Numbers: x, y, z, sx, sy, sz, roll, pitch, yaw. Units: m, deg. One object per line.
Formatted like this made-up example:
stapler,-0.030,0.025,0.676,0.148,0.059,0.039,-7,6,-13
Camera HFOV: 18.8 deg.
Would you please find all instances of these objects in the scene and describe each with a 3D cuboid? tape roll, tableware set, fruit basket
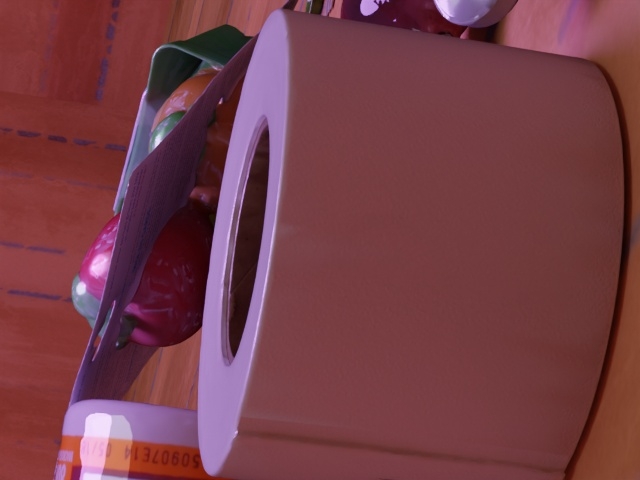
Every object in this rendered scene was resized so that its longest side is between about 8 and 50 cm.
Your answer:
tape roll,0.039,0.012,1.003,0.246,0.169,0.246,-172,90,-80
tableware set,-0.011,-0.191,1.910,0.104,0.024,0.154,132,145,-74
fruit basket,-0.122,-0.017,1.551,0.353,0.165,0.327,-49,-18,-51

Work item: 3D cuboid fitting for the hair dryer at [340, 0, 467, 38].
hair dryer,0.081,-0.103,1.217,0.223,0.080,0.293,38,123,51

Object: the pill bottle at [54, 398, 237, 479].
pill bottle,-0.101,0.321,1.391,0.224,0.224,0.392,147,131,-77

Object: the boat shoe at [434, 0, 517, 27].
boat shoe,0.118,-0.218,1.044,0.078,0.070,0.219,16,93,47
